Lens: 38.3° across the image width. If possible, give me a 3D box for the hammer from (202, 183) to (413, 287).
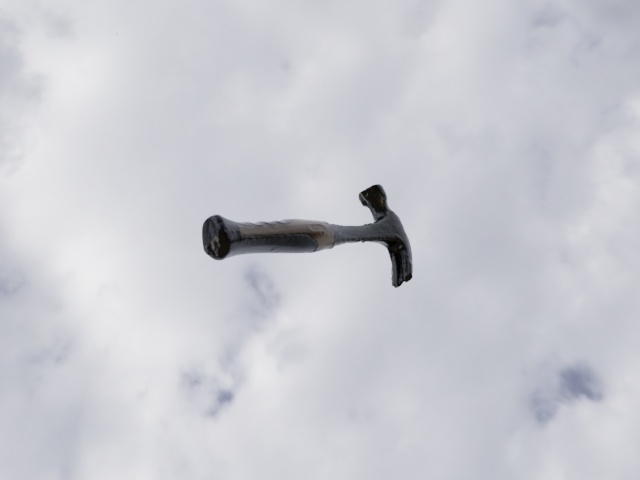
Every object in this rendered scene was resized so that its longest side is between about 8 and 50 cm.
[{"bbox_3d":[0.000,0.000,0.599,0.021,0.201,0.078,-35,-108,32],"label":"hammer"}]
